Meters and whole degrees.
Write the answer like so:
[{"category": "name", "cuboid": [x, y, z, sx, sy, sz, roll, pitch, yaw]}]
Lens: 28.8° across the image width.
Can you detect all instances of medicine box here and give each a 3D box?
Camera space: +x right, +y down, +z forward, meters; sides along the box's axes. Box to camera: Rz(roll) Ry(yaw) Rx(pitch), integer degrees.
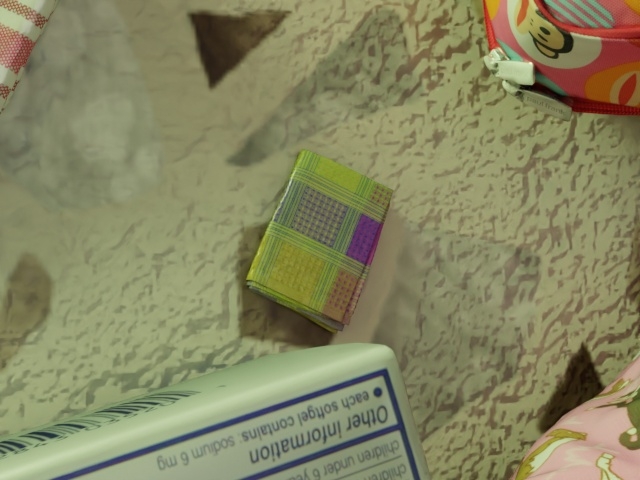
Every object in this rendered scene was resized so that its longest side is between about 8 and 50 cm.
[{"category": "medicine box", "cuboid": [-0.071, 0.218, 0.517, 0.263, 0.149, 0.289, -16, 89, -22]}]

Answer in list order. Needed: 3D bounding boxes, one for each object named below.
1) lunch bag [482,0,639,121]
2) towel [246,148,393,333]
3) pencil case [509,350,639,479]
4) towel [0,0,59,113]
[{"category": "lunch bag", "cuboid": [0.176, -0.209, 0.647, 0.258, 0.120, 0.293, 0, 71, 0]}, {"category": "towel", "cuboid": [0.000, 0.000, 0.648, 0.060, 0.009, 0.083, 25, 74, -16]}, {"category": "pencil case", "cuboid": [0.220, 0.082, 0.606, 0.160, 0.167, 0.386, 46, 55, 9]}, {"category": "towel", "cuboid": [-0.182, -0.148, 0.570, 0.144, 0.029, 0.197, 27, 85, -16]}]
